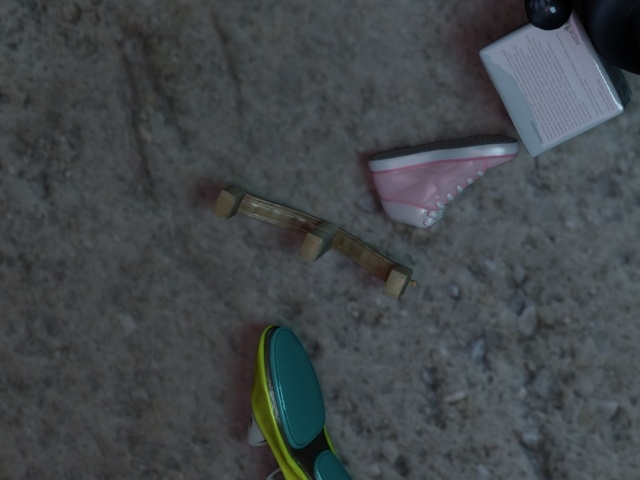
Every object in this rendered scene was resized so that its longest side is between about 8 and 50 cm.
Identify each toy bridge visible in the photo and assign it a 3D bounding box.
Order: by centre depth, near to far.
[{"bbox_3d":[0.000,0.000,1.499,0.188,0.063,0.026,25,106,9],"label":"toy bridge"}]

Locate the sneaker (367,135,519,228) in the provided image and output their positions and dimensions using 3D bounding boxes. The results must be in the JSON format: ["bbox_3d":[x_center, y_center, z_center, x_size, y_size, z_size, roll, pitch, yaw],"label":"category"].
[{"bbox_3d":[0.111,-0.049,1.470,0.134,0.051,0.070,-9,100,19],"label":"sneaker"}]

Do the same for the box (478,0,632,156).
[{"bbox_3d":[0.195,-0.137,1.403,0.087,0.101,0.102,-26,94,18],"label":"box"}]

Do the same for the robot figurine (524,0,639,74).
[{"bbox_3d":[0.274,-0.233,1.289,0.209,0.173,0.278,4,59,-16],"label":"robot figurine"}]

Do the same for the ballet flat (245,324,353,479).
[{"bbox_3d":[-0.024,0.191,1.543,0.077,0.077,0.231,-19,98,33],"label":"ballet flat"}]
